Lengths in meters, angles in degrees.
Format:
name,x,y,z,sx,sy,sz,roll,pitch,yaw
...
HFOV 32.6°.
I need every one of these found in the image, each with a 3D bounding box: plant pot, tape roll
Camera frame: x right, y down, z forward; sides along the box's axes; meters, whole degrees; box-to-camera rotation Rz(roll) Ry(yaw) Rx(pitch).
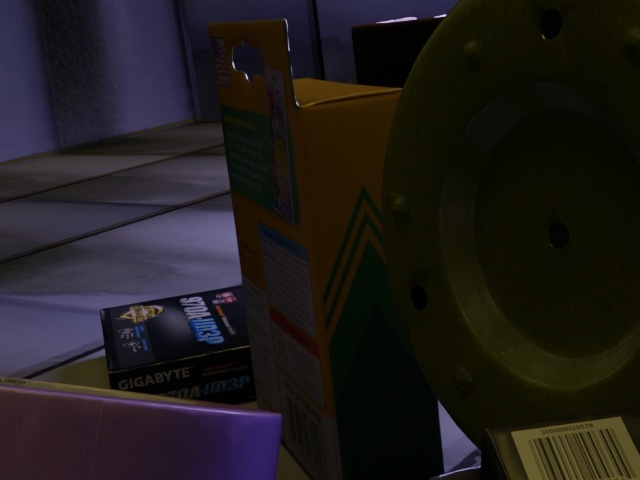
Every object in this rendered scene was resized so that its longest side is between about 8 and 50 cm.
name,x,y,z,sx,sy,sz,roll,pitch,yaw
plant pot,0.236,-0.020,0.559,0.353,0.366,0.366,-7,11,-34
tape roll,-0.162,0.125,0.622,0.275,0.090,0.275,8,-8,1

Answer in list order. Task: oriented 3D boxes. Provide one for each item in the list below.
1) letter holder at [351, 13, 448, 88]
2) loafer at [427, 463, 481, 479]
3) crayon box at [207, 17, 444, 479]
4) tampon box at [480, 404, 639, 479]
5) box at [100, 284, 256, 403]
name,x,y,z,sx,sy,sz,roll,pitch,yaw
letter holder,0.164,-0.072,1.066,0.152,0.301,0.214,2,15,35
loafer,0.006,0.182,0.506,0.303,0.095,0.109,-14,-30,-22
crayon box,0.000,0.000,0.788,0.083,0.322,0.203,-11,14,-17
tampon box,0.125,0.148,0.385,0.121,0.161,0.101,-7,36,-4
box,-0.115,0.098,1.034,0.175,0.051,0.220,-10,12,-11
